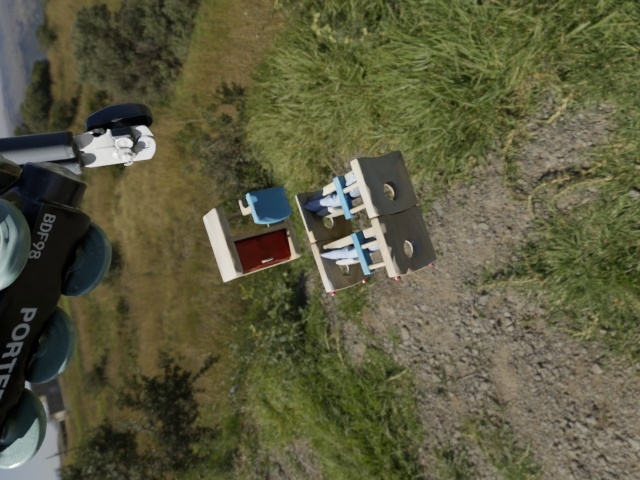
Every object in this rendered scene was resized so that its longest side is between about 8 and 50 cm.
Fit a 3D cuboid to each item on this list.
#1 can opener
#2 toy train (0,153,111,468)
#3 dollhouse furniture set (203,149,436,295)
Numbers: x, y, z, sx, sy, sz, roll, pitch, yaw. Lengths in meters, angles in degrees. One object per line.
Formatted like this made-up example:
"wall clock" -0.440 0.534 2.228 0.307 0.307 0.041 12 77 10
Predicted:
"can opener" -0.396 -0.143 0.702 0.074 0.280 0.093 105 145 -55
"toy train" -0.332 0.074 0.413 0.190 0.142 0.334 20 88 15
"dollhouse furniture set" 0.000 0.000 0.484 0.129 0.183 0.129 -23 85 55
